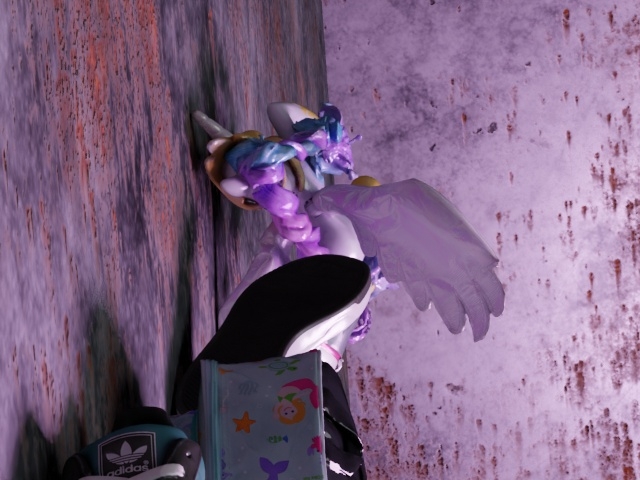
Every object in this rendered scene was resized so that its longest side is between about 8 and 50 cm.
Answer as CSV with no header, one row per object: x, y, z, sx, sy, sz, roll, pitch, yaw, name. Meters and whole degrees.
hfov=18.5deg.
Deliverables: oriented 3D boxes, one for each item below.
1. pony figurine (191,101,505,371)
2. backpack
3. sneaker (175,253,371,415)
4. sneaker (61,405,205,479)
0.000,0.000,2.073,0.351,0.303,0.363,54,9,1,pony figurine
-0.047,0.210,1.528,0.253,0.191,0.225,92,-4,-52,backpack
-0.032,0.152,1.851,0.295,0.124,0.178,-47,142,-46,sneaker
-0.123,0.183,1.224,0.302,0.108,0.121,-116,-160,-82,sneaker
